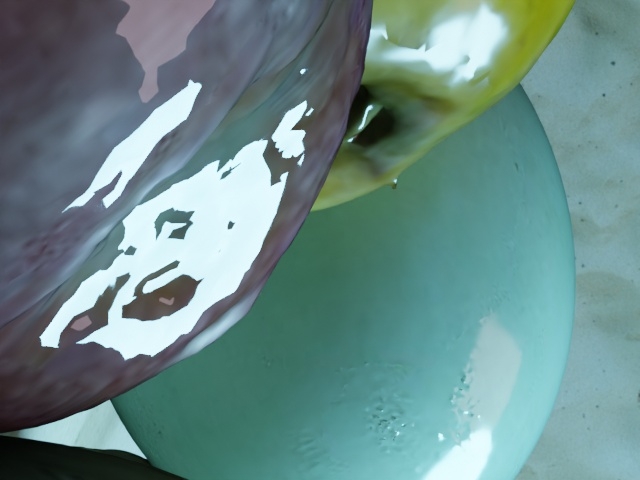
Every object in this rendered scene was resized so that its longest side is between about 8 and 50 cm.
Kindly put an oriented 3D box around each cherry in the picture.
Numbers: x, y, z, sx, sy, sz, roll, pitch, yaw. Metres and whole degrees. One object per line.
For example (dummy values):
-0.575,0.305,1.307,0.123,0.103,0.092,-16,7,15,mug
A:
-0.106,-0.073,0.407,0.206,0.239,0.239,-57,172,0,cherry

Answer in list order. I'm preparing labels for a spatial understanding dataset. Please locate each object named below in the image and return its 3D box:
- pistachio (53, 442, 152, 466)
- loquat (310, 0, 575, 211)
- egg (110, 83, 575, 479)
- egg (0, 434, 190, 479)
-0.133,0.178,0.938,0.215,0.144,0.144,-6,110,-70,pistachio
-0.023,-0.157,0.744,0.275,0.275,0.274,14,90,-83,loquat
0.000,0.000,0.975,0.276,0.276,0.389,96,-13,-49,egg
-0.111,0.218,0.397,0.428,0.345,0.345,2,103,-66,egg
